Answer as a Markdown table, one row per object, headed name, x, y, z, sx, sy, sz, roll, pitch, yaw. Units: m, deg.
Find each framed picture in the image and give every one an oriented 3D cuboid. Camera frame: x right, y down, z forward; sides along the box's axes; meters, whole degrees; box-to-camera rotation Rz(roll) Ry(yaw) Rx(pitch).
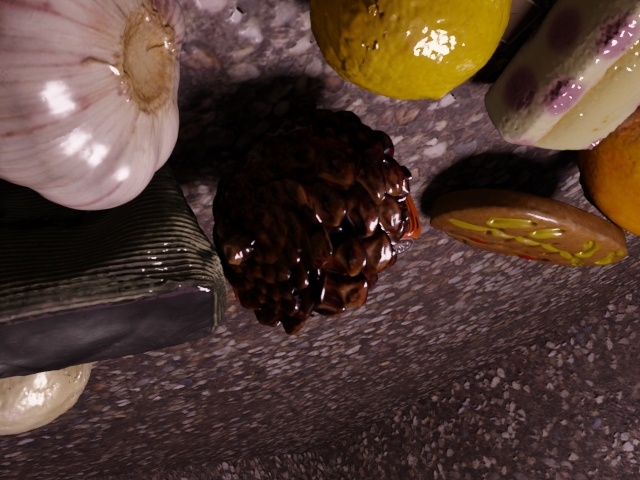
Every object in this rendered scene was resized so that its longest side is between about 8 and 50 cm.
| name | x | y | z | sx | sy | sz | roll | pitch | yaw |
| --- | --- | --- | --- | --- | --- | --- | --- | --- | --- |
| framed picture | 0.255 | -0.302 | 0.807 | 0.089 | 0.007 | 0.066 | 8 | 141 | -42 |

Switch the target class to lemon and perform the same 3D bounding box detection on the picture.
| name | x | y | z | sx | sy | sz | roll | pitch | yaw |
| --- | --- | --- | --- | --- | --- | --- | --- | --- | --- |
| lemon | 0.091 | -0.240 | 0.608 | 0.231 | 0.192 | 0.192 | 3 | 144 | -34 |

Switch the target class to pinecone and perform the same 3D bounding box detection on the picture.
| name | x | y | z | sx | sy | sz | roll | pitch | yaw |
| --- | --- | --- | --- | --- | --- | --- | --- | --- | --- |
| pinecone | -0.013 | -0.033 | 0.797 | 0.298 | 0.296 | 0.242 | -9 | 127 | 49 |

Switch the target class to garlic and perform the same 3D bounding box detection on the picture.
| name | x | y | z | sx | sy | sz | roll | pitch | yaw |
| --- | --- | --- | --- | --- | --- | --- | --- | --- | --- |
| garlic | -0.260 | -0.148 | 0.533 | 0.253 | 0.245 | 0.245 | -2 | 155 | 11 |

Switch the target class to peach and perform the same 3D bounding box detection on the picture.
| name | x | y | z | sx | sy | sz | roll | pitch | yaw |
| --- | --- | --- | --- | --- | --- | --- | --- | --- | --- |
| peach | 0.628 | -0.148 | 1.036 | 0.372 | 0.290 | 0.373 | -15 | 156 | -7 |

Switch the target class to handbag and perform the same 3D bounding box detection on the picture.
| name | x | y | z | sx | sy | sz | roll | pitch | yaw |
| --- | --- | --- | --- | --- | --- | --- | --- | --- | --- |
| handbag | -0.301 | 0.026 | 0.763 | 0.340 | 0.240 | 0.247 | -12 | 154 | -15 |

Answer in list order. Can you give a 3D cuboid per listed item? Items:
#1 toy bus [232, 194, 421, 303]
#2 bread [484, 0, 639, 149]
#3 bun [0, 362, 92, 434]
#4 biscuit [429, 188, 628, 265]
| name | x | y | z | sx | sy | sz | roll | pitch | yaw |
| --- | --- | --- | --- | --- | --- | --- | --- | --- | --- |
| toy bus | 0.000 | 0.000 | 1.027 | 0.329 | 0.143 | 0.153 | -31 | 150 | 22 |
| bread | 0.389 | -0.274 | 0.793 | 0.187 | 0.155 | 0.338 | 3 | 147 | -24 |
| bun | -0.457 | 0.150 | 0.878 | 0.259 | 0.259 | 0.152 | 11 | 125 | -46 |
| biscuit | 0.392 | -0.008 | 1.186 | 0.394 | 0.070 | 0.350 | 15 | 170 | -20 |
